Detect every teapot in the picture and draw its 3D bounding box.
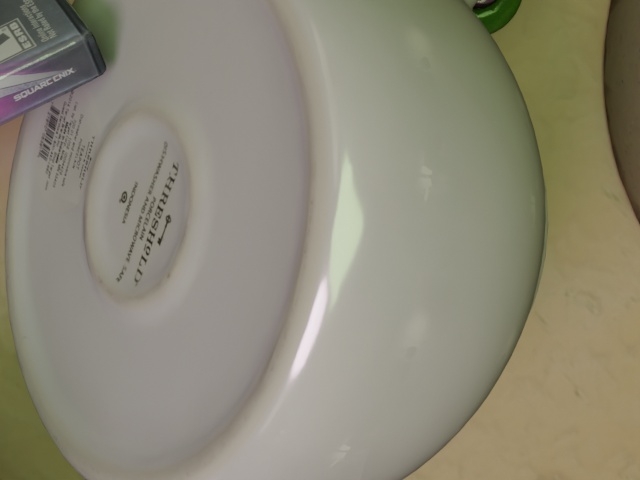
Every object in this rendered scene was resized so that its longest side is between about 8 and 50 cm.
[{"bbox_3d":[0.000,0.000,0.474,0.187,0.256,0.252,7,63,-42],"label":"teapot"}]

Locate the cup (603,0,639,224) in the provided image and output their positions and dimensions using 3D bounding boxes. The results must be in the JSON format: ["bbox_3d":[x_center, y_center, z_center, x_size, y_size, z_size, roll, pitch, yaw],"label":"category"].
[{"bbox_3d":[0.313,-0.084,0.464,0.331,0.237,0.331,0,91,-4],"label":"cup"}]

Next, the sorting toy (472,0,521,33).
[{"bbox_3d":[0.051,-0.118,0.543,0.102,0.042,0.061,-5,91,-4],"label":"sorting toy"}]

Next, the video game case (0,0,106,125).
[{"bbox_3d":[-0.245,-0.062,0.453,0.274,0.026,0.196,-29,50,-13],"label":"video game case"}]
